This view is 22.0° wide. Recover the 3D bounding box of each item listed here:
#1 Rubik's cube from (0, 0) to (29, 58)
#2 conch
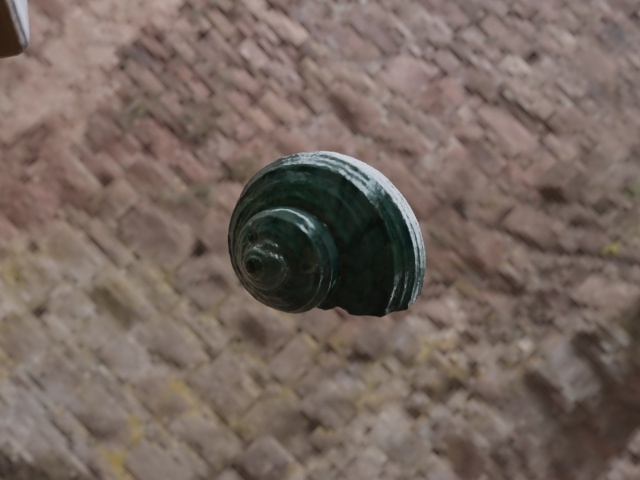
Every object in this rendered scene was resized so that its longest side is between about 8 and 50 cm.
[{"bbox_3d":[-0.409,-0.331,1.146,0.347,0.344,0.346,88,-9,-61],"label":"Rubik's cube"},{"bbox_3d":[-0.002,0.000,1.656,0.196,0.202,0.134,42,-30,24],"label":"conch"}]
